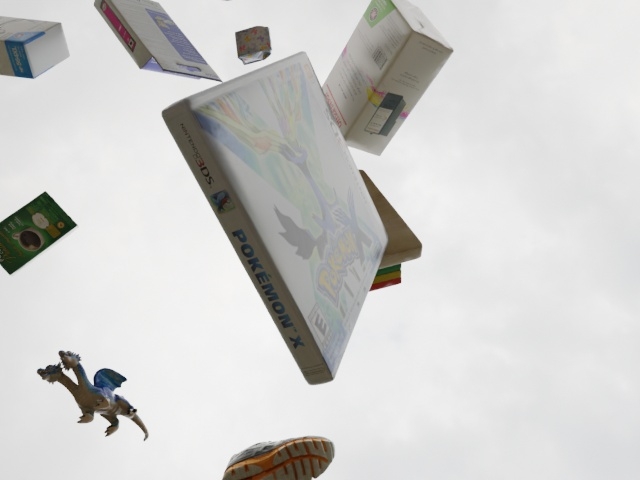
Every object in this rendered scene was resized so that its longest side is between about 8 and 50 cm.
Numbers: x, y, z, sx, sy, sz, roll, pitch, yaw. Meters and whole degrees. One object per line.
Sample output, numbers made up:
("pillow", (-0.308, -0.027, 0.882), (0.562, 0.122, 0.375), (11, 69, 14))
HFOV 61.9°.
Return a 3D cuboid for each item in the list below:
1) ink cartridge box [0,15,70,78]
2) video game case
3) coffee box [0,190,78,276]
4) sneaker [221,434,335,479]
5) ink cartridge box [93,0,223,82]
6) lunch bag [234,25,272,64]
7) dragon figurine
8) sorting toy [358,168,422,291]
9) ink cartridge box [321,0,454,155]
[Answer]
("ink cartridge box", (-0.703, -0.438, 1.199), (0.202, 0.086, 0.148), (9, -140, 6))
("video game case", (-0.016, -0.054, 0.624), (0.036, 0.329, 0.300), (-18, -71, 25))
("coffee box", (-0.680, -0.017, 1.244), (0.184, 0.040, 0.113), (-45, -81, -22))
("sneaker", (-0.078, 0.403, 0.992), (0.214, 0.083, 0.084), (-11, -81, -8))
("ink cartridge box", (-0.412, -0.502, 1.347), (0.371, 0.175, 0.069), (50, -57, 25))
("lunch bag", (-0.156, -0.466, 1.271), (0.083, 0.053, 0.071), (-12, -100, 15))
("dragon figurine", (-0.465, 0.333, 1.147), (0.085, 0.289, 0.144), (-44, -133, -1))
("sorting toy", (0.000, 0.000, 0.906), (0.256, 0.090, 0.256), (-14, -141, -12))
("ink cartridge box", (0.113, -0.340, 1.193), (0.119, 0.354, 0.207), (11, -138, -31))
